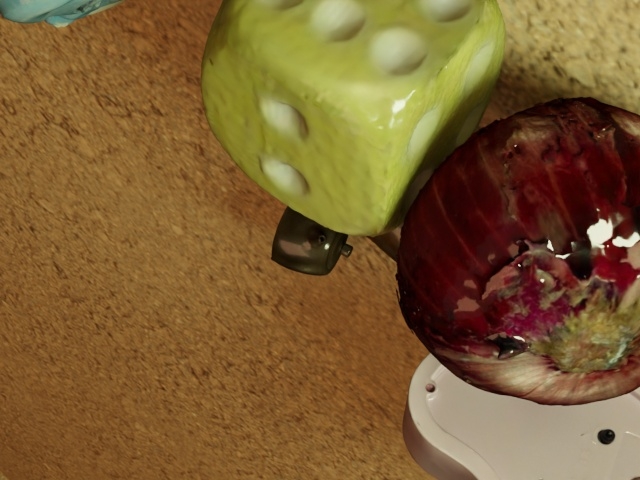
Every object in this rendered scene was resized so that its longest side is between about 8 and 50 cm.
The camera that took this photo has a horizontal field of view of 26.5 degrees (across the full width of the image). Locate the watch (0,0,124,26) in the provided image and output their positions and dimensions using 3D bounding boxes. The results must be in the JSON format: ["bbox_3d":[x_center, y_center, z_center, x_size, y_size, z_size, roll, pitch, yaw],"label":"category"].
[{"bbox_3d":[-0.185,-0.278,1.037,0.211,0.211,0.193,-9,105,57],"label":"watch"}]

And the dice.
[{"bbox_3d":[0.024,-0.122,0.989,0.169,0.166,0.169,31,152,17],"label":"dice"}]

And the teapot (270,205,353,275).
[{"bbox_3d":[0.000,0.000,1.321,0.068,0.076,0.121,23,177,14],"label":"teapot"}]

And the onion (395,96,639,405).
[{"bbox_3d":[0.172,-0.003,0.970,0.252,0.219,0.252,-4,142,-3],"label":"onion"}]

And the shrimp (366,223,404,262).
[{"bbox_3d":[0.103,-0.024,1.148,0.317,0.077,0.168,40,151,7],"label":"shrimp"}]

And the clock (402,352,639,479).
[{"bbox_3d":[0.182,0.233,1.133,0.275,0.290,0.080,18,151,7],"label":"clock"}]
